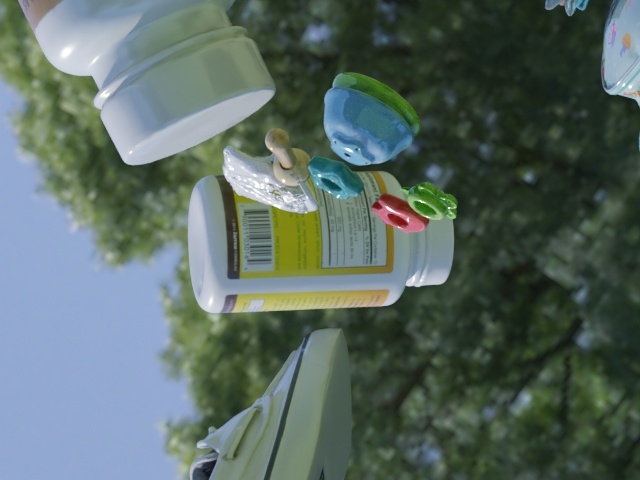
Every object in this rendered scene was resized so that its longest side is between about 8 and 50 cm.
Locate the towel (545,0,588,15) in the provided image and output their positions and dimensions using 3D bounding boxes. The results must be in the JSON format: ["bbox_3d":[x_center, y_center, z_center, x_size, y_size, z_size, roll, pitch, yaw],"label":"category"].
[{"bbox_3d":[0.323,-0.376,1.495,0.040,0.271,0.370,35,-125,0],"label":"towel"}]

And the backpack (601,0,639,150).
[{"bbox_3d":[0.298,-0.148,1.366,0.144,0.166,0.188,10,-119,-14],"label":"backpack"}]

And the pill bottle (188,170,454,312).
[{"bbox_3d":[0.000,0.000,1.526,0.215,0.117,0.117,-2,-147,-13],"label":"pill bottle"}]

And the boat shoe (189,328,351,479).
[{"bbox_3d":[-0.038,0.149,1.129,0.088,0.096,0.267,1,-141,12],"label":"boat shoe"}]

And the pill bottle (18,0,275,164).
[{"bbox_3d":[-0.121,-0.169,1.078,0.131,0.131,0.229,-18,-100,-61],"label":"pill bottle"}]

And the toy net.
[{"bbox_3d":[0.011,-0.053,1.280,0.122,0.045,0.232,37,160,-20],"label":"toy net"}]
